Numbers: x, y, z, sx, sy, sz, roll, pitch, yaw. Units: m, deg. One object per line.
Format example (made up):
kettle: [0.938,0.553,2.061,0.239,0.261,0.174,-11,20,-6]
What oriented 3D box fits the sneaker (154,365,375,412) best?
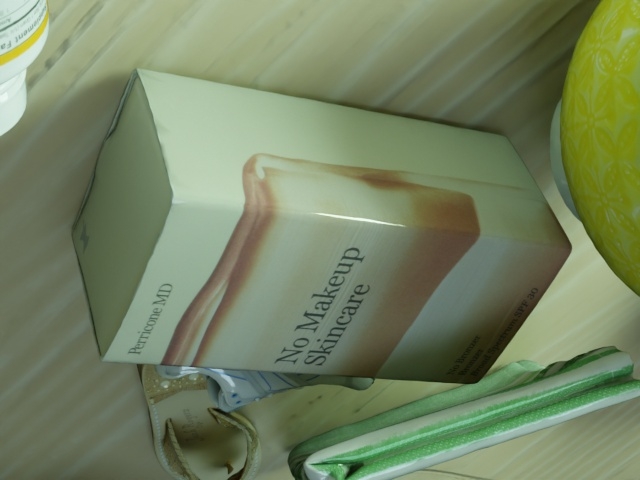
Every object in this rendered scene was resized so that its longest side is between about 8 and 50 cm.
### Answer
sneaker: [-0.045,0.096,0.915,0.191,0.071,0.082,20,93,-29]

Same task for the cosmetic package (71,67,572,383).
cosmetic package: [0.000,0.000,0.812,0.296,0.129,0.153,6,131,-27]

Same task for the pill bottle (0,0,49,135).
pill bottle: [-0.197,-0.152,0.585,0.117,0.117,0.215,-9,135,-15]

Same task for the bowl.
bowl: [0.251,-0.069,0.810,0.290,0.289,0.156,18,166,-36]

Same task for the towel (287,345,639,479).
towel: [0.093,0.138,0.928,0.248,0.038,0.325,-19,175,-5]

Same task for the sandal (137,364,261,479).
sandal: [-0.095,0.172,0.978,0.088,0.079,0.240,-19,137,-5]
